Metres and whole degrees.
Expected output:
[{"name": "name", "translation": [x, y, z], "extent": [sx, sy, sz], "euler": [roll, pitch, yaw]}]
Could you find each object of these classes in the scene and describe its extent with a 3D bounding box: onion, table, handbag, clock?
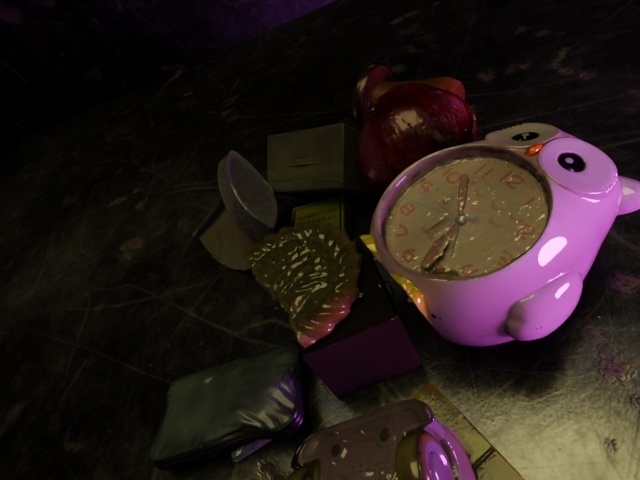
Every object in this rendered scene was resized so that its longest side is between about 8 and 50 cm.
[{"name": "onion", "translation": [0.207, -0.199, 0.919], "extent": [0.277, 0.276, 0.276], "euler": [-15, 46, 16]}, {"name": "table", "translation": [0.057, 0.136, 0.766], "extent": [0.173, 0.169, 0.193], "euler": [-24, 43, 6]}, {"name": "handbag", "translation": [-0.167, 0.301, 0.794], "extent": [0.333, 0.074, 0.191], "euler": [-22, 32, 14]}, {"name": "clock", "translation": [0.293, -0.013, 0.719], "extent": [0.377, 0.250, 0.368], "euler": [-37, 46, 2]}]

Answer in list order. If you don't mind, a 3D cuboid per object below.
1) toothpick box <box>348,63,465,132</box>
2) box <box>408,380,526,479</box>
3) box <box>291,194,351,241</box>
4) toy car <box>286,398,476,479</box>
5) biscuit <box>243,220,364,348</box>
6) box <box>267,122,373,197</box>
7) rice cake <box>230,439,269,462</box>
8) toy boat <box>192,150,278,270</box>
[{"name": "toothpick box", "translation": [0.219, -0.365, 1.129], "extent": [0.295, 0.192, 0.192], "euler": [17, 61, 31]}, {"name": "box", "translation": [0.188, 0.322, 0.628], "extent": [0.121, 0.030, 0.193], "euler": [-38, 43, -8]}, {"name": "box", "translation": [0.000, 0.000, 0.995], "extent": [0.141, 0.064, 0.219], "euler": [-12, 48, 16]}, {"name": "toy car", "translation": [0.089, 0.402, 0.501], "extent": [0.242, 0.226, 0.335], "euler": [-32, 24, 25]}, {"name": "biscuit", "translation": [-0.023, 0.043, 0.745], "extent": [0.187, 0.036, 0.273], "euler": [-39, 43, -8]}, {"name": "box", "translation": [-0.005, -0.188, 1.053], "extent": [0.232, 0.156, 0.148], "euler": [0, 88, 35]}, {"name": "rice cake", "translation": [-0.107, 0.355, 0.758], "extent": [0.121, 0.021, 0.022], "euler": [-33, 34, -2]}, {"name": "toy boat", "translation": [-0.204, -0.044, 1.062], "extent": [0.111, 0.293, 0.276], "euler": [-11, 47, -41]}]
